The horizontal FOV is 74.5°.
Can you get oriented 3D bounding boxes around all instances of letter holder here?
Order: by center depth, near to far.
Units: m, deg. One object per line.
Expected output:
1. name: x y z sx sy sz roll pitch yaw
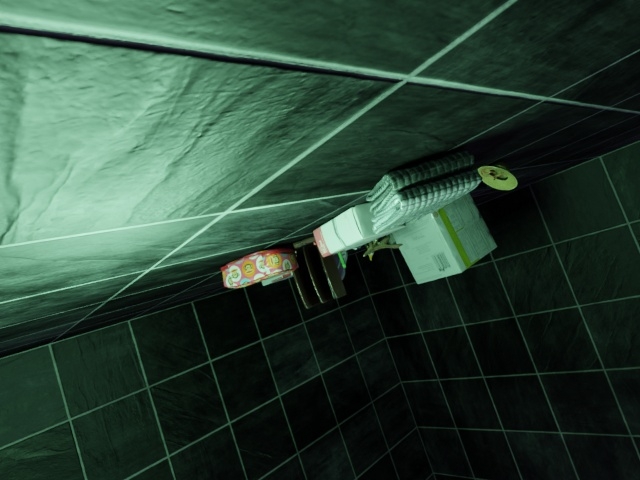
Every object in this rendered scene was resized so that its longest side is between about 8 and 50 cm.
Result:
1. letter holder: -0.021 0.167 2.111 0.152 0.301 0.214 -22 173 26

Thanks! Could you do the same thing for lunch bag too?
1. lunch bag: -0.245 0.118 1.787 0.293 0.120 0.258 -18 173 23

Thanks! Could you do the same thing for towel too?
1. towel: 0.263 -0.133 1.145 0.235 0.121 0.283 -20 173 -11

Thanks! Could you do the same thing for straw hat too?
1. straw hat: 0.646 -0.248 1.515 0.061 0.145 0.144 -60 -175 -15

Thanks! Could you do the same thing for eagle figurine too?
1. eagle figurine: 0.239 -0.013 2.086 0.226 0.225 0.298 23 -163 -15

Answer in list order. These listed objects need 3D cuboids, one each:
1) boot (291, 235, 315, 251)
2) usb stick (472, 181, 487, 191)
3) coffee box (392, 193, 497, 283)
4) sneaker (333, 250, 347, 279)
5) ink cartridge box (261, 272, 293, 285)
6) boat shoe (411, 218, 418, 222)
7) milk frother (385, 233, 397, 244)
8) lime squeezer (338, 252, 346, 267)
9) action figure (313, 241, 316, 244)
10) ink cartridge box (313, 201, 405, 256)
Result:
1. boot: -0.068 0.011 1.840 0.114 0.037 0.106 -23 177 -12
2. usb stick: 0.629 -0.224 1.785 0.077 0.045 0.278 -3 -173 40
3. coffee box: 0.654 -0.012 2.252 0.334 0.338 0.338 -27 179 -31
4. sneaker: 0.070 0.076 2.315 0.102 0.282 0.161 -27 128 23
5. ink cartridge box: -0.185 0.152 2.376 0.273 0.114 0.197 -15 172 -45
6. boat shoe: 0.446 -0.120 2.049 0.226 0.075 0.083 -19 175 -1
7. milk frother: 0.388 -0.031 2.412 0.143 0.134 0.129 -21 144 -7
8. lime squeezer: 0.083 0.016 2.090 0.059 0.110 0.310 -36 -157 8
9. action figure: 0.000 0.000 1.887 0.038 0.030 0.115 -17 -176 33
10. ink cartridge box: 0.135 -0.045 1.534 0.207 0.117 0.283 -15 173 -31
